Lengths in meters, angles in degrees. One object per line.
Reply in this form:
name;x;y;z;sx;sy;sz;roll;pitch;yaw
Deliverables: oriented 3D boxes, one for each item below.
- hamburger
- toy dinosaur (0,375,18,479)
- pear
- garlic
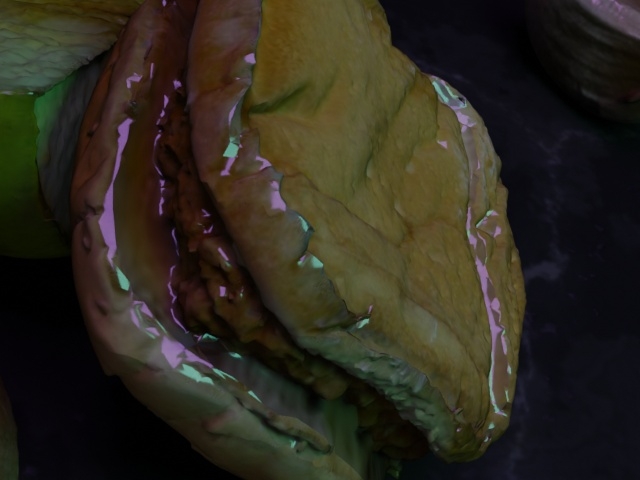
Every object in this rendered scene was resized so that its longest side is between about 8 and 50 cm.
hamburger;-0.001;0.000;0.554;0.283;0.144;0.259;42;38;-36
toy dinosaur;-0.253;0.036;0.528;0.327;0.113;0.206;38;9;-13
pear;-0.215;-0.086;0.604;0.239;0.139;0.288;18;25;2
garlic;0.218;-0.176;0.844;0.090;0.128;0.198;-30;69;-18
